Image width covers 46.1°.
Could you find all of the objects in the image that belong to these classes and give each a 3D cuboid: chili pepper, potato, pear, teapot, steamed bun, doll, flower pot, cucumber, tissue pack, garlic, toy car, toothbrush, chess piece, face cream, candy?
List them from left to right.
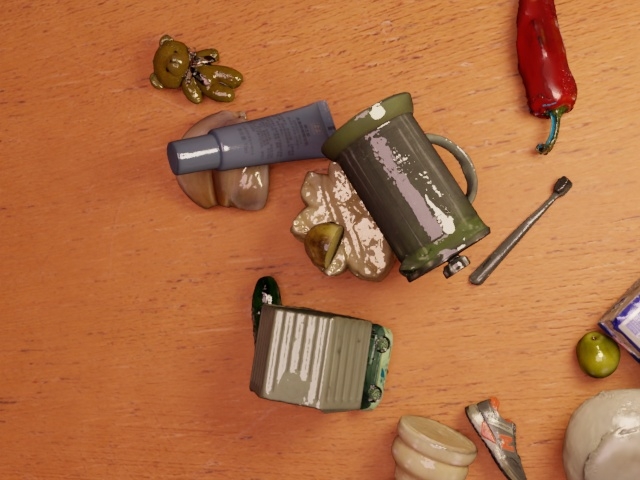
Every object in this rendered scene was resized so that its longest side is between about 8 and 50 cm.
[{"bbox_3d":[-0.280,-0.379,1.682,0.209,0.097,0.137,17,84,5],"label":"doll"},{"bbox_3d":[-0.220,-0.179,1.653,0.217,0.110,0.228,-1,87,13],"label":"garlic"},{"bbox_3d":[-0.130,-0.205,1.575,0.385,0.086,0.136,-15,83,-28],"label":"face cream"},{"bbox_3d":[-0.116,0.191,1.636,0.069,0.069,0.228,-2,90,9],"label":"cucumber"},{"bbox_3d":[-0.022,0.236,1.539,0.239,0.209,0.190,6,87,15],"label":"flower pot"},{"bbox_3d":[0.000,0.000,1.469,0.066,0.103,0.096,19,85,9],"label":"potato"},{"bbox_3d":[0.098,-0.050,1.579,0.292,0.137,0.296,18,84,11],"label":"steamed bun"},{"bbox_3d":[0.109,0.268,1.591,0.093,0.058,0.186,8,88,54],"label":"toy car"},{"bbox_3d":[0.187,0.523,1.523,0.167,0.167,0.300,21,95,10],"label":"chess piece"},{"bbox_3d":[0.191,-0.096,1.428,0.270,0.200,0.337,-27,83,-32],"label":"teapot"},{"bbox_3d":[0.417,-0.018,1.574,0.297,0.030,0.030,-48,55,5],"label":"toothbrush"},{"bbox_3d":[0.462,-0.372,1.553,0.110,0.110,0.388,-9,82,9],"label":"chili pepper"},{"bbox_3d":[0.558,0.232,1.509,0.092,0.092,0.097,-10,126,9],"label":"pear"},{"bbox_3d":[0.600,0.414,1.440,0.295,0.185,0.296,0,97,-3],"label":"candy"},{"bbox_3d":[0.702,0.188,1.452,0.209,0.137,0.270,-43,82,-11],"label":"tissue pack"}]

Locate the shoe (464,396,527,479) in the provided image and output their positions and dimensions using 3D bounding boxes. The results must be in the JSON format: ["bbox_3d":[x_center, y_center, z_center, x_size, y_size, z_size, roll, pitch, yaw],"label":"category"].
[{"bbox_3d":[0.374,0.410,1.536,0.077,0.074,0.194,-32,80,1],"label":"shoe"}]
